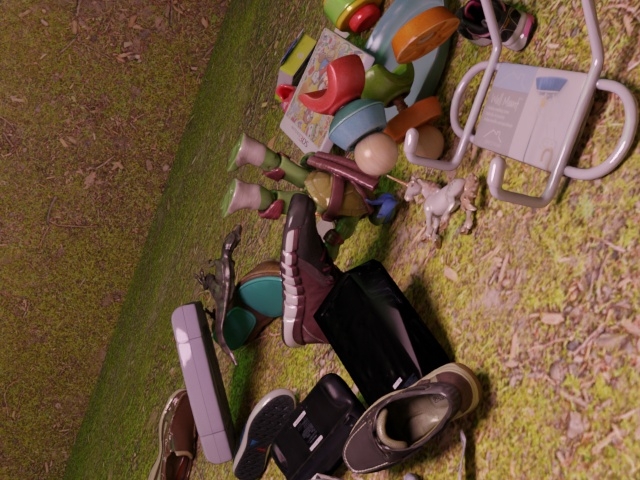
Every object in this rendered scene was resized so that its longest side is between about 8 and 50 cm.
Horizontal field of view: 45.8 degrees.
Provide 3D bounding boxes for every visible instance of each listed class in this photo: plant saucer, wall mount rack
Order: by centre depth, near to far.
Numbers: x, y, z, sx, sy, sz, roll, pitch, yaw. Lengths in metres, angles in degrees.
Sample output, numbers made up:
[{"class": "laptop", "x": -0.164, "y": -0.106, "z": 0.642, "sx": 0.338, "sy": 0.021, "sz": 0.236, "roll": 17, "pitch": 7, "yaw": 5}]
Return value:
[{"class": "wall mount rack", "x": 0.225, "y": -0.211, "z": 0.899, "sx": 0.350, "sy": 0.130, "sz": 0.304, "roll": 38, "pitch": 114, "yaw": 62}, {"class": "plant saucer", "x": 0.135, "y": -0.293, "z": 1.324, "sx": 0.317, "sy": 0.043, "sz": 0.318, "roll": -47, "pitch": 32, "yaw": 43}]

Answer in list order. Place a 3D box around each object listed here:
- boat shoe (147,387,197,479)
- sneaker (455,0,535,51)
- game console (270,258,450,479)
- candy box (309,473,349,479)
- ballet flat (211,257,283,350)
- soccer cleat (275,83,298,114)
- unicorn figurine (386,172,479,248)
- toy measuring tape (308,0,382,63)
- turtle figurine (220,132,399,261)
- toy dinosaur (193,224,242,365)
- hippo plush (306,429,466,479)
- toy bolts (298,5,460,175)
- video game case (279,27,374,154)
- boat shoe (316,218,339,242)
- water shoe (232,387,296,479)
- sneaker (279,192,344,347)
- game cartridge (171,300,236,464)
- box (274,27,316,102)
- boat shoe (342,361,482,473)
[{"class": "boat shoe", "x": -0.314, "y": 0.467, "z": 1.707, "sx": 0.095, "sy": 0.095, "sz": 0.258, "roll": 2, "pitch": 80, "yaw": 52}, {"class": "sneaker", "x": 0.231, "y": -0.321, "z": 1.078, "sx": 0.072, "sy": 0.077, "sz": 0.178, "roll": -67, "pitch": 22, "yaw": 9}, {"class": "game console", "x": 0.027, "y": 0.215, "z": 1.061, "sx": 0.361, "sy": 0.043, "sz": 0.213, "roll": -56, "pitch": 51, "yaw": 30}, {"class": "candy box", "x": -0.012, "y": 0.445, "z": 1.032, "sx": 0.165, "sy": 0.070, "sz": 0.196, "roll": -50, "pitch": 30, "yaw": 41}, {"class": "ballet flat", "x": -0.117, "y": 0.109, "z": 1.529, "sx": 0.342, "sy": 0.116, "sz": 0.124, "roll": -49, "pitch": 11, "yaw": 50}, {"class": "soccer cleat", "x": -0.041, "y": -0.267, "z": 1.637, "sx": 0.083, "sy": 0.095, "sz": 0.248, "roll": -59, "pitch": 25, "yaw": 25}, {"class": "unicorn figurine", "x": 0.165, "y": -0.050, "z": 1.054, "sx": 0.161, "sy": 0.060, "sz": 0.111, "roll": -16, "pitch": 56, "yaw": 44}, {"class": "toy measuring tape", "x": 0.034, "y": -0.451, "z": 1.578, "sx": 0.330, "sy": 0.121, "sz": 0.121, "roll": -44, "pitch": 34, "yaw": 48}, {"class": "turtle figurine", "x": -0.032, "y": -0.052, "z": 1.230, "sx": 0.274, "sy": 0.266, "sz": 0.198, "roll": -164, "pitch": 91, "yaw": -71}, {"class": "toy dinosaur", "x": -0.195, "y": 0.104, "z": 1.468, "sx": 0.118, "sy": 0.064, "sz": 0.268, "roll": -11, "pitch": 77, "yaw": 57}, {"class": "hippo plush", "x": 0.073, "y": 0.297, "z": 0.735, "sx": 0.234, "sy": 0.236, "sz": 0.294, "roll": -52, "pitch": 29, "yaw": 39}, {"class": "toy bolts", "x": 0.112, "y": -0.189, "z": 1.054, "sx": 0.159, "sy": 0.228, "sz": 0.218, "roll": 59, "pitch": 142, "yaw": 8}, {"class": "video game case", "x": 0.006, "y": -0.285, "z": 1.486, "sx": 0.227, "sy": 0.026, "sz": 0.206, "roll": -63, "pitch": 33, "yaw": 17}, {"class": "boat shoe", "x": 0.000, "y": 0.000, "z": 1.405, "sx": 0.046, "sy": 0.038, "sz": 0.125, "roll": 45, "pitch": 130, "yaw": 19}, {"class": "water shoe", "x": -0.110, "y": 0.330, "z": 1.347, "sx": 0.203, "sy": 0.072, "sz": 0.080, "roll": -62, "pitch": 22, "yaw": 19}, {"class": "sneaker", "x": 0.026, "y": 0.050, "z": 1.121, "sx": 0.106, "sy": 0.162, "sz": 0.281, "roll": -82, "pitch": -5, "yaw": -47}, {"class": "game cartridge", "x": -0.222, "y": 0.265, "z": 1.449, "sx": 0.198, "sy": 0.062, "sz": 0.297, "roll": 79, "pitch": 177, "yaw": -88}, {"class": "box", "x": -0.059, "y": -0.399, "z": 1.753, "sx": 0.109, "sy": 0.042, "sz": 0.178, "roll": -59, "pitch": -1, "yaw": -16}, {"class": "boat shoe", "x": 0.092, "y": 0.219, "z": 0.904, "sx": 0.223, "sy": 0.073, "sz": 0.080, "roll": -43, "pitch": 69, "yaw": 34}]
